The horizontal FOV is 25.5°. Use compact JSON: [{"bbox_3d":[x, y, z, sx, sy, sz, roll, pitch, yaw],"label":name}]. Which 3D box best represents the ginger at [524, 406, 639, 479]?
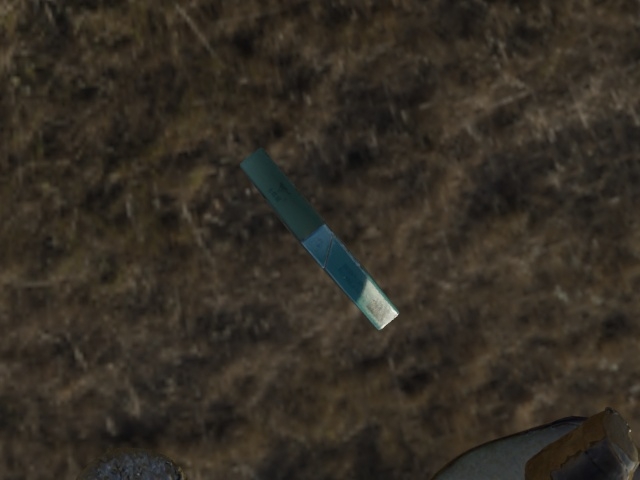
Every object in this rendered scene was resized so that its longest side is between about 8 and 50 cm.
[{"bbox_3d":[0.232,0.239,1.278,0.095,0.069,0.190,5,104,-6],"label":"ginger"}]

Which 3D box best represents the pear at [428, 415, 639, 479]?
[{"bbox_3d":[0.265,0.401,1.781,0.386,0.340,0.191,-48,177,-3],"label":"pear"}]

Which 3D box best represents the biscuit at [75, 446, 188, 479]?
[{"bbox_3d":[-0.157,0.248,1.184,0.152,0.152,0.020,24,155,-36],"label":"biscuit"}]

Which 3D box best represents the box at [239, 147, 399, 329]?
[{"bbox_3d":[0.000,0.000,1.730,0.041,0.162,0.229,-40,141,1],"label":"box"}]
